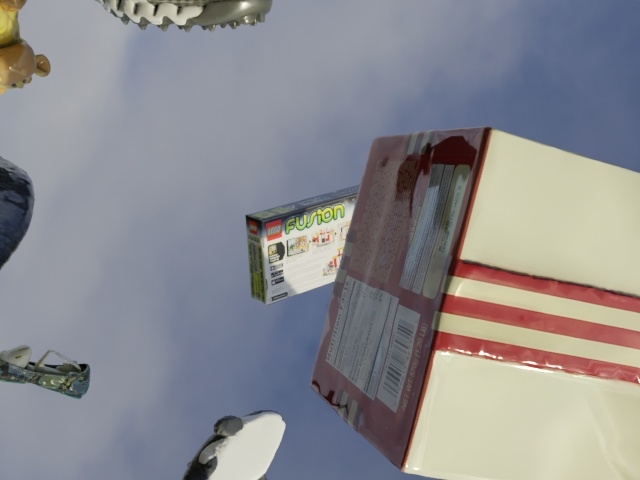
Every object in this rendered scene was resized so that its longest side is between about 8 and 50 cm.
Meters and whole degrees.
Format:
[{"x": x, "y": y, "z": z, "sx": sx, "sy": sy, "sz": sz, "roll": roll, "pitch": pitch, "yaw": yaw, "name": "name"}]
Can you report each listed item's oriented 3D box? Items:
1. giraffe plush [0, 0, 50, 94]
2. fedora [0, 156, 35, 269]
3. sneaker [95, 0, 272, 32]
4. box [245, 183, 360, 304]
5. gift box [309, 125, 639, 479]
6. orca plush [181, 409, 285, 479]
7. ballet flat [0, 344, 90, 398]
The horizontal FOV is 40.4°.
[{"x": -0.492, "y": -0.302, "z": 1.310, "sx": 0.181, "sy": 0.170, "sz": 0.210, "roll": -15, "pitch": -156, "yaw": -4, "name": "giraffe plush"}, {"x": -0.246, "y": 0.073, "z": 0.318, "sx": 0.334, "sy": 0.152, "sz": 0.334, "roll": -6, "pitch": -155, "yaw": 3, "name": "fedora"}, {"x": -0.131, "y": -0.213, "z": 0.615, "sx": 0.234, "sy": 0.078, "sz": 0.106, "roll": 23, "pitch": -60, "yaw": 32, "name": "sneaker"}, {"x": 0.000, "y": 0.000, "z": 1.134, "sx": 0.036, "sy": 0.207, "sz": 0.114, "roll": 20, "pitch": -61, "yaw": 48, "name": "box"}, {"x": 0.165, "y": 0.067, "z": 0.632, "sx": 0.276, "sy": 0.258, "sz": 0.255, "roll": -147, "pitch": -108, "yaw": -72, "name": "gift box"}, {"x": -0.170, "y": 0.380, "z": 1.387, "sx": 0.102, "sy": 0.151, "sz": 0.287, "roll": -12, "pitch": -142, "yaw": 42, "name": "orca plush"}, {"x": -0.448, "y": 0.196, "z": 1.360, "sx": 0.070, "sy": 0.188, "sz": 0.070, "roll": -29, "pitch": -129, "yaw": 43, "name": "ballet flat"}]
